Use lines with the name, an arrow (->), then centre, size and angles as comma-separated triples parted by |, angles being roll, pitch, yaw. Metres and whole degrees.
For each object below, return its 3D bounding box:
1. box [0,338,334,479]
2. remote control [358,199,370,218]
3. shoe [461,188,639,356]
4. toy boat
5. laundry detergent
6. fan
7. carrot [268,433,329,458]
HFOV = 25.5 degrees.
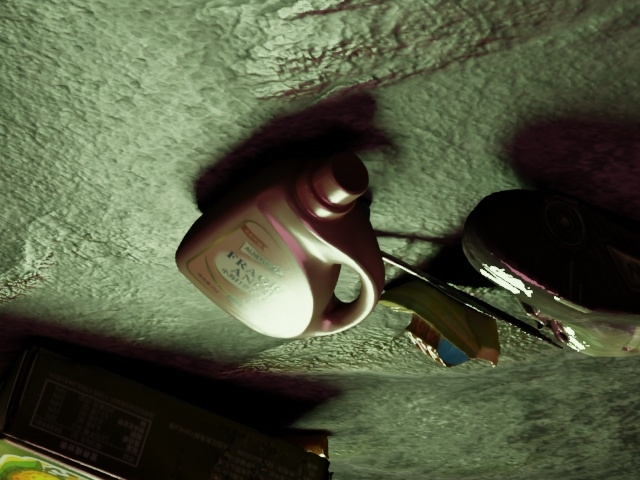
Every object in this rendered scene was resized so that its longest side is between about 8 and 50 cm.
box -> -0.250, 0.311, 1.833 | 0.420, 0.138, 0.373 | 26, 150, -14
remote control -> 0.000, -0.001, 1.332 | 0.043, 0.027, 0.152 | 11, 156, -23
shoe -> 0.224, 0.048, 1.287 | 0.293, 0.109, 0.149 | 16, 149, -26
toy boat -> 0.115, 0.081, 1.397 | 0.065, 0.066, 0.172 | 19, -172, -37
laundry detergent -> -0.009, 0.008, 1.256 | 0.171, 0.076, 0.237 | 39, 142, -16
fan -> 0.124, 0.047, 1.361 | 0.226, 0.008, 0.152 | 27, -177, -8
carrot -> -0.068, 0.285, 1.916 | 0.161, 0.055, 0.055 | -7, 152, 12
